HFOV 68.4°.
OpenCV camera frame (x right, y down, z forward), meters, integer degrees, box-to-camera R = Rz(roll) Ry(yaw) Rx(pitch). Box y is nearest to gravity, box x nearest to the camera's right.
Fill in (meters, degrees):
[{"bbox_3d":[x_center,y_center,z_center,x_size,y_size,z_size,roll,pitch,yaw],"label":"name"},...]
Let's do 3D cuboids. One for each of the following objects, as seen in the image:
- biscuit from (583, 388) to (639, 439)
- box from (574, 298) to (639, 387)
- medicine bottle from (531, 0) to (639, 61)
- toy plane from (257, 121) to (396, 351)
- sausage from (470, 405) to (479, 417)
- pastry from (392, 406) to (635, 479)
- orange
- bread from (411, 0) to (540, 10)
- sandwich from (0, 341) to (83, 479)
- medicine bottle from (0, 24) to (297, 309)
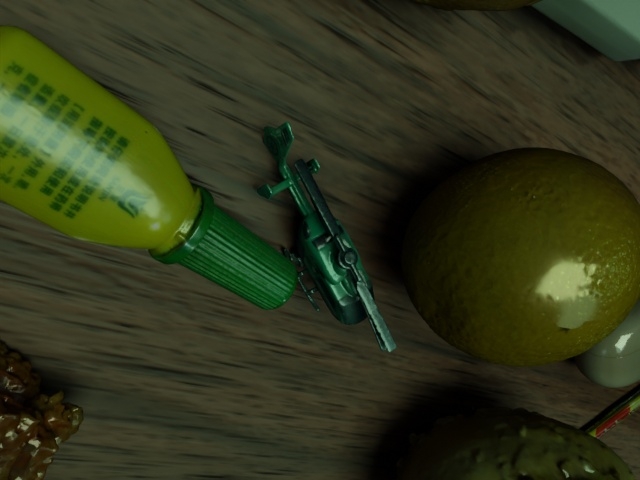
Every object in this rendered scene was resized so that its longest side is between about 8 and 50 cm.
[{"bbox_3d":[0.538,0.309,0.843,0.292,0.026,0.048,-28,136,-13],"label":"biscuit"},{"bbox_3d":[0.477,0.140,0.720,0.200,0.088,0.146,-24,115,-17],"label":"box"},{"bbox_3d":[0.332,-0.288,0.497,0.296,0.111,0.161,13,97,-26],"label":"medicine bottle"},{"bbox_3d":[0.000,0.000,0.454,0.060,0.096,0.235,-30,99,-16],"label":"toy plane"},{"bbox_3d":[0.227,0.286,0.698,0.015,0.015,0.100,-11,111,-21],"label":"sausage"},{"bbox_3d":[0.234,0.331,0.607,0.315,0.184,0.284,5,116,-12],"label":"pastry"},{"bbox_3d":[0.200,0.016,0.477,0.236,0.236,0.236,-8,110,-22],"label":"orange"},{"bbox_3d":[0.051,-0.267,0.330,0.344,0.195,0.149,8,99,-24],"label":"bread"},{"bbox_3d":[-0.320,0.176,0.355,0.212,0.109,0.292,30,93,-29],"label":"sandwich"},{"bbox_3d":[-0.142,-0.030,0.385,0.309,0.076,0.111,37,96,-29],"label":"medicine bottle"}]
